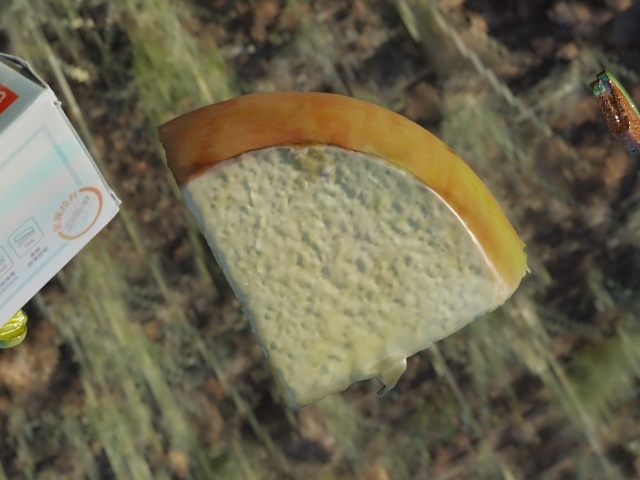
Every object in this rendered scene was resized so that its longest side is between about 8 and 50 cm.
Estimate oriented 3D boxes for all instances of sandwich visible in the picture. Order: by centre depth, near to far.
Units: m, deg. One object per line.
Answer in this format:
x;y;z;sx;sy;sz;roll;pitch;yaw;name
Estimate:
0.281;-0.118;1.683;0.026;0.069;0.101;-24;145;21;sandwich

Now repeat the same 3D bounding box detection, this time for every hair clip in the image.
-0.369;0.056;1.844;0.072;0.173;0.046;-29;147;-43;hair clip

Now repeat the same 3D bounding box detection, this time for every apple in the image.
0.000;0.000;1.481;0.314;0.309;0.252;17;102;-8;apple

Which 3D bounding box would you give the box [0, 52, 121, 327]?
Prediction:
-0.259;0.015;1.143;0.269;0.079;0.135;-46;144;-16;box
